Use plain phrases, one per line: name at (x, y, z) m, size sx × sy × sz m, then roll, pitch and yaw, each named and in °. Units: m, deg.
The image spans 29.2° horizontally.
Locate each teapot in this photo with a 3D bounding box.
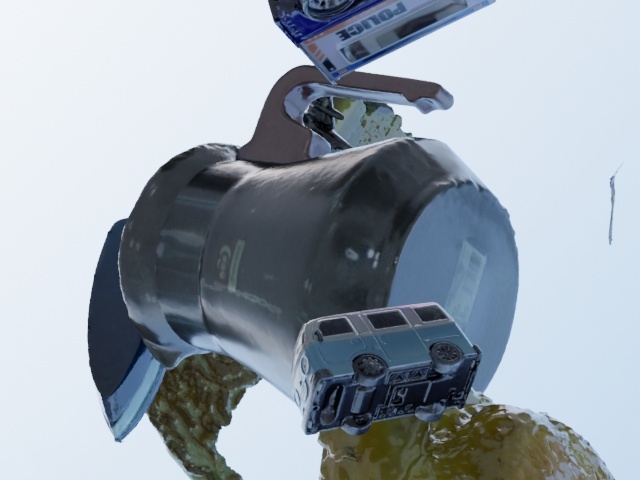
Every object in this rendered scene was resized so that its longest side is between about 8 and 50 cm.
teapot at (0.000, 0.000, 1.264) m, size 0.361 × 0.305 × 0.376 m, roll 11°, pitch -103°, yaw 36°

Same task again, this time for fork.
fork at (0.358, -0.045, 1.500) m, size 0.012 × 0.115 × 0.016 m, roll 22°, pitch -141°, yaw 32°

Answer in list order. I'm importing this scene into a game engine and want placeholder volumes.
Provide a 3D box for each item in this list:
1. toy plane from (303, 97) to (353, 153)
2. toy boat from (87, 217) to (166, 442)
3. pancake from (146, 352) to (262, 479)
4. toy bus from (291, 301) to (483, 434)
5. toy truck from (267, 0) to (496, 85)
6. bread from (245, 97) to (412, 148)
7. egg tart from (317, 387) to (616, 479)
toy plane at (0.009, -0.116, 1.590) m, size 0.262 × 0.088 × 0.192 m, roll 42°, pitch -55°, yaw 50°
toy boat at (-0.220, 0.093, 1.401) m, size 0.096 × 0.062 × 0.299 m, roll -6°, pitch -133°, yaw 6°
pancake at (-0.168, 0.177, 1.742) m, size 0.054 × 0.197 × 0.377 m, roll 142°, pitch -53°, yaw -66°
toy bus at (0.038, 0.083, 0.832) m, size 0.123 × 0.060 × 0.075 m, roll -6°, pitch -138°, yaw -23°
toy truck at (0.090, -0.247, 0.995) m, size 0.268 × 0.155 × 0.124 m, roll -23°, pitch -118°, yaw 15°
bread at (-0.033, -0.088, 2.020) m, size 0.208 × 0.251 × 0.376 m, roll 2°, pitch -126°, yaw 46°
egg tart at (0.167, 0.252, 0.924) m, size 0.153 × 0.339 × 0.352 m, roll -38°, pitch -136°, yaw 33°
